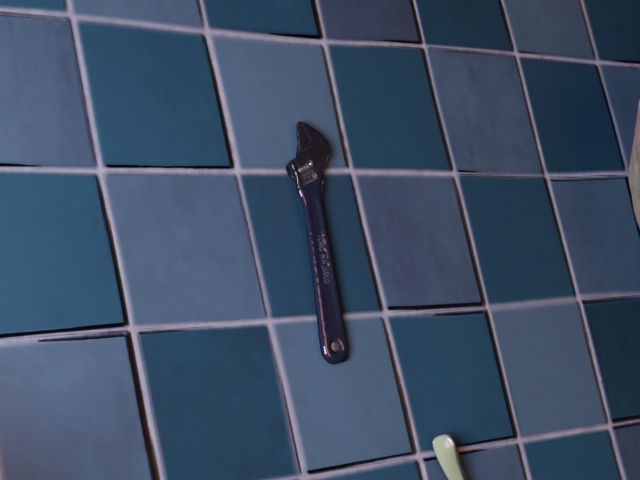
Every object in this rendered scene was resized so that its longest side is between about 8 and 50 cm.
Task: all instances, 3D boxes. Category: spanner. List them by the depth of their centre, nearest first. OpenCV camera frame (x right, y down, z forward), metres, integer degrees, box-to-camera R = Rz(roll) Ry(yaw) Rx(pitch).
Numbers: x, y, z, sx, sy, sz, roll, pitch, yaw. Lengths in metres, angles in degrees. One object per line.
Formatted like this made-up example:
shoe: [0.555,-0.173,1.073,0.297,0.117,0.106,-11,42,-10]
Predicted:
spanner: [0.000,0.000,1.169,0.046,0.012,0.208,4,70,-39]

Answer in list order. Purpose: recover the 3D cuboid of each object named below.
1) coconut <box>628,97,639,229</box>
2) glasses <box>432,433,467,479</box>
coconut: [0.471,-0.084,1.391,0.353,0.353,0.352,16,63,-34]
glasses: [0.146,0.257,1.124,0.239,0.102,0.206,25,58,-29]
